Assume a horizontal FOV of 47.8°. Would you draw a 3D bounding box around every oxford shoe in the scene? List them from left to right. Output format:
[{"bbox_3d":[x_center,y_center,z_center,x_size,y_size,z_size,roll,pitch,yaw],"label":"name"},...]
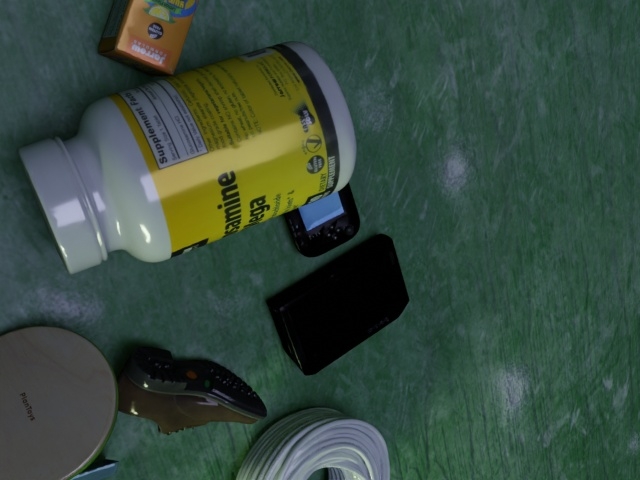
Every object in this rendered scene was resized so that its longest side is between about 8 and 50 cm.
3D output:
[{"bbox_3d":[-0.171,0.210,0.949,0.227,0.083,0.096,25,106,-35],"label":"oxford shoe"}]

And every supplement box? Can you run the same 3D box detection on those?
[{"bbox_3d":[-0.171,-0.306,0.810,0.078,0.080,0.233,17,94,-34],"label":"supplement box"}]

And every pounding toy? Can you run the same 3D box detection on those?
[{"bbox_3d":[-0.316,0.225,0.816,0.183,0.110,0.236,-1,64,-5],"label":"pounding toy"}]

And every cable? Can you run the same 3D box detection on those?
[{"bbox_3d":[-0.009,0.379,1.080,0.257,0.089,0.257,-29,114,-28],"label":"cable"}]

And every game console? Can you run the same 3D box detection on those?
[{"bbox_3d":[0.000,0.000,1.023,0.213,0.044,0.361,-31,117,-25],"label":"game console"}]

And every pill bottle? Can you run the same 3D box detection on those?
[{"bbox_3d":[-0.144,-0.089,0.806,0.334,0.188,0.187,-23,114,-20],"label":"pill bottle"}]

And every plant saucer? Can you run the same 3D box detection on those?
[{"bbox_3d":[-0.338,0.296,0.852,0.192,0.067,0.018,-11,84,-32],"label":"plant saucer"}]
